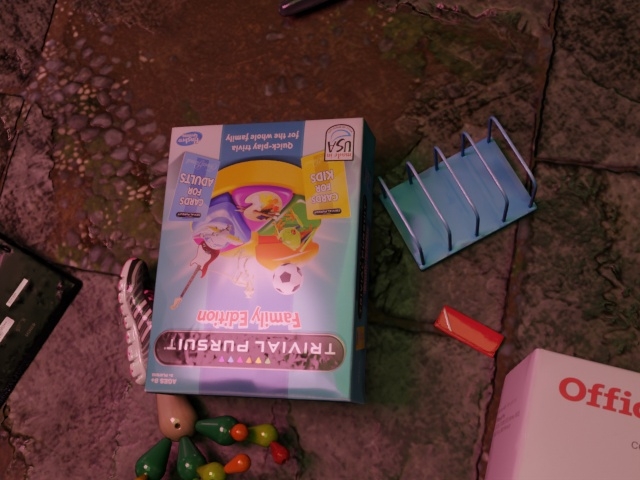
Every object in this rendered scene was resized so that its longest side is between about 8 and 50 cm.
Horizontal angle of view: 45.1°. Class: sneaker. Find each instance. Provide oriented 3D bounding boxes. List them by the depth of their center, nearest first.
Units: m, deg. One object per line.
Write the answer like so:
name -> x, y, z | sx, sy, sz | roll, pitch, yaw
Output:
sneaker -> -0.219, 0.103, 1.022 | 0.075, 0.063, 0.170 | -13, 78, 7

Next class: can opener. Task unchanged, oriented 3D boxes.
can opener -> 0.023, -0.371, 1.115 | 0.186, 0.059, 0.073 | -25, 98, 13

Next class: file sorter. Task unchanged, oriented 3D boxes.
file sorter -> 0.172, -0.061, 0.973 | 0.170, 0.104, 0.118 | -28, 72, 1

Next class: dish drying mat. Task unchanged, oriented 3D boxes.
dish drying mat -> 0.187, 0.114, 0.971 | 0.083, 0.008, 0.032 | 28, 80, 17

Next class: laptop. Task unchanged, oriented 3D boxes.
laptop -> -0.515, 0.087, 1.107 | 0.264, 0.136, 0.234 | 33, 83, -9

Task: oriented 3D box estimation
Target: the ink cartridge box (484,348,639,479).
ink cartridge box -> 0.304, 0.338, 0.770 | 0.286, 0.166, 0.394 | 13, 70, 6

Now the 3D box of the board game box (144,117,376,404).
board game box -> -0.069, 0.024, 0.945 | 0.254, 0.079, 0.335 | -1, 76, 16

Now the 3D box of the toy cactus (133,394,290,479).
toy cactus -> -0.158, 0.261, 0.961 | 0.219, 0.112, 0.180 | -31, 53, 3
